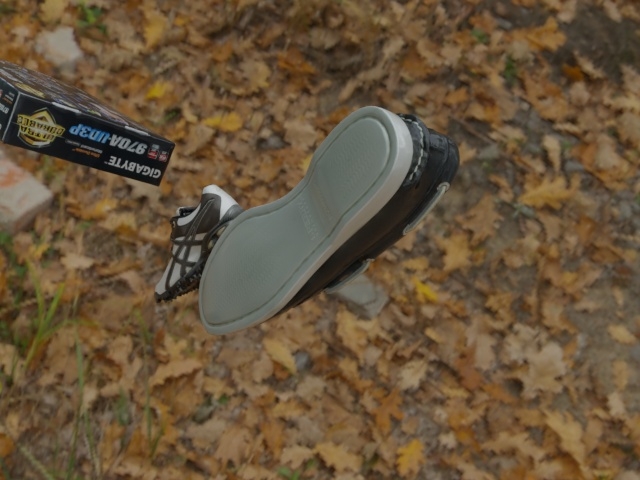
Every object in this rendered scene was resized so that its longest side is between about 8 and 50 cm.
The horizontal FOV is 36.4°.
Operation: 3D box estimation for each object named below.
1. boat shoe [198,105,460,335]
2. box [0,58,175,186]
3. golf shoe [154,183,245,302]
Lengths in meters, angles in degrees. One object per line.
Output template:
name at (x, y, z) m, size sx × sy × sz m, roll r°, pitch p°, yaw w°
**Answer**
boat shoe at (0.000, 0.000, 0.867) m, size 0.091 × 0.302 × 0.114 m, roll 10°, pitch 56°, yaw -40°
box at (-0.274, -0.130, 0.970) m, size 0.175 × 0.051 × 0.220 m, roll 16°, pitch 11°, yaw -46°
golf shoe at (-0.167, 0.005, 1.292) m, size 0.094 × 0.198 × 0.077 m, roll 54°, pitch 30°, yaw 13°
